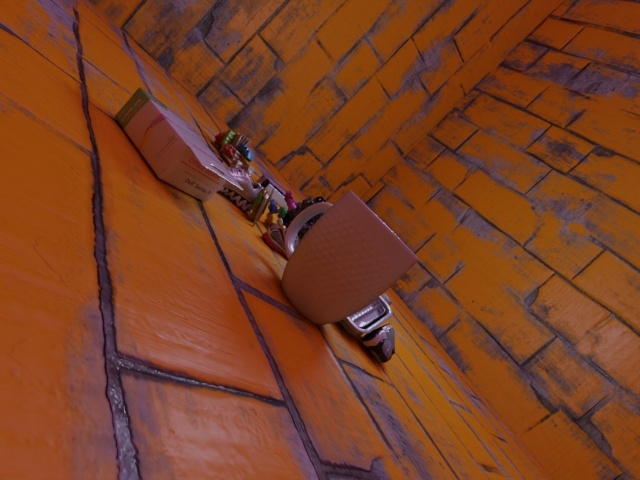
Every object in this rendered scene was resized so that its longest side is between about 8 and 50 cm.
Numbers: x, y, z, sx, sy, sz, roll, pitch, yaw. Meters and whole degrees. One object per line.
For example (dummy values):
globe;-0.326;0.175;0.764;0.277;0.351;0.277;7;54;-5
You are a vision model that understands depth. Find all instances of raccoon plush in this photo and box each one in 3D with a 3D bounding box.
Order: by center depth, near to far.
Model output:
raccoon plush;0.000;0.000;1.865;0.299;0.216;0.446;63;5;13

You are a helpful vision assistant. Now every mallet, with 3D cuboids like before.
mallet;-0.456;-0.361;1.860;0.062;0.039;0.190;46;3;16

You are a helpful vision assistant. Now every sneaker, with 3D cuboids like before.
sneaker;0.210;0.355;1.479;0.107;0.100;0.271;61;13;10
sneaker;-0.317;-0.215;1.497;0.292;0.118;0.110;36;14;-48
sneaker;-0.101;0.018;1.523;0.225;0.093;0.088;40;9;-44

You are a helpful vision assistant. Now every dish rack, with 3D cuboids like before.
dish rack;0.079;0.180;1.486;0.333;0.072;0.286;48;26;17

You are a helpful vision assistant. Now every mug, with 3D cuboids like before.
mug;0.036;0.038;1.241;0.374;0.328;0.276;50;8;36

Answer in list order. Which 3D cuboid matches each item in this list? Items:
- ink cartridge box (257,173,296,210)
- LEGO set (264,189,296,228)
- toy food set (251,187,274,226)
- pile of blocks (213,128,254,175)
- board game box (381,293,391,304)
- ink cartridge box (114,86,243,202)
ink cartridge box;-0.197;-0.215;2.438;0.371;0.069;0.175;44;7;-31
LEGO set;-0.160;-0.078;1.647;0.093;0.087;0.227;65;-28;28
toy food set;-0.219;-0.129;1.554;0.039;0.132;0.192;26;16;-4
pile of blocks;-0.425;-0.459;2.117;0.362;0.149;0.113;51;9;36
board game box;0.316;0.327;2.195;0.020;0.090;0.090;39;9;-20
ink cartridge box;-0.389;-0.239;1.191;0.353;0.119;0.207;48;7;26
